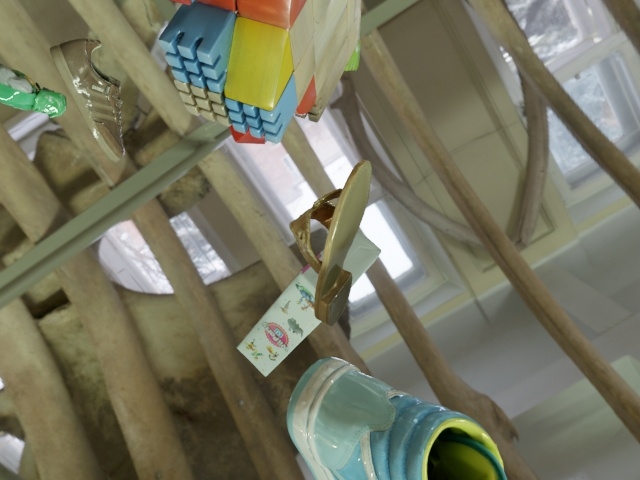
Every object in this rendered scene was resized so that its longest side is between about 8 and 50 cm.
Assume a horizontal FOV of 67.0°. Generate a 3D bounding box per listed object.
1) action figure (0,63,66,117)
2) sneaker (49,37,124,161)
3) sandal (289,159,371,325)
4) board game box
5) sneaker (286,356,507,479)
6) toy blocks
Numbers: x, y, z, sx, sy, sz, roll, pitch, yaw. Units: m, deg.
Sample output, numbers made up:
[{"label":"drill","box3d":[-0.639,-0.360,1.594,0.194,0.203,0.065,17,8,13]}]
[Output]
[{"label":"action figure","box3d":[-0.402,-0.201,0.533,0.137,0.232,0.063,17,-97,54]},{"label":"sneaker","box3d":[-0.325,-0.206,0.726,0.071,0.188,0.066,-26,-135,-14]},{"label":"sandal","box3d":[-0.003,0.003,0.573,0.079,0.239,0.088,24,-136,20]},{"label":"board game box","box3d":[-0.025,0.129,1.031,0.224,0.097,0.303,-40,171,-50]},{"label":"sneaker","box3d":[0.103,0.273,0.521,0.208,0.318,0.127,10,-131,40]},{"label":"toy blocks","box3d":[-0.046,-0.220,0.461,0.381,0.191,0.260,86,26,-68]}]
